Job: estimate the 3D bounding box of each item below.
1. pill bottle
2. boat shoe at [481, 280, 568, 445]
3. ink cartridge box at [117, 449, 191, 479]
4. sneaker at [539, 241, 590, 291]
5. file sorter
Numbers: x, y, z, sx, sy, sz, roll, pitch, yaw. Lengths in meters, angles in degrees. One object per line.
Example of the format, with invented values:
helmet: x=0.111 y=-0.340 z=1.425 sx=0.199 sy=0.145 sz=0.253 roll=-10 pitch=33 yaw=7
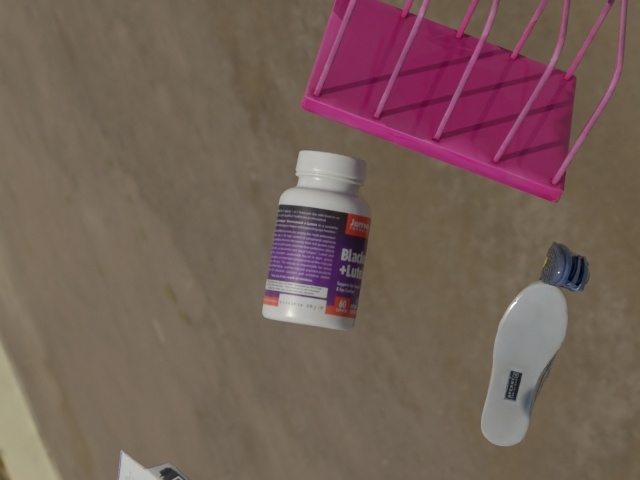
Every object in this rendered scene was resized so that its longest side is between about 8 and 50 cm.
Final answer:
pill bottle: x=0.000 y=0.000 z=1.616 sx=0.108 sy=0.108 sz=0.193 roll=-177 pitch=96 yaw=-71
boat shoe: x=0.302 y=0.172 z=2.096 sx=0.088 sy=0.096 sz=0.267 roll=-57 pitch=-22 yaw=-67
ink cartridge box: x=-0.196 y=0.404 z=1.905 sx=0.208 sy=0.045 sz=0.206 roll=34 pitch=129 yaw=30
sneaker: x=0.303 y=0.035 z=1.746 sx=0.144 sy=0.059 sz=0.053 roll=-7 pitch=-63 yaw=-82
file sorter: x=0.159 y=-0.214 z=1.498 sx=0.182 sy=0.290 sz=0.202 roll=114 pitch=174 yaw=-45
